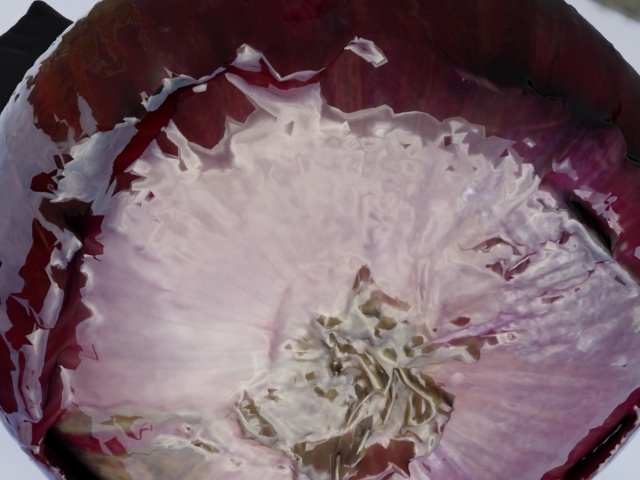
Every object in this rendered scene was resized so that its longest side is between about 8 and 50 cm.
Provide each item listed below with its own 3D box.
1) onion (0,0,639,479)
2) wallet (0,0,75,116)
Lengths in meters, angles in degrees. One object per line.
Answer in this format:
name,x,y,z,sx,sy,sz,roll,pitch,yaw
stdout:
onion,0.005,0.004,0.591,0.248,0.248,0.161,20,-135,-22
wallet,-0.021,0.033,0.839,0.377,0.051,0.197,35,-152,-5
